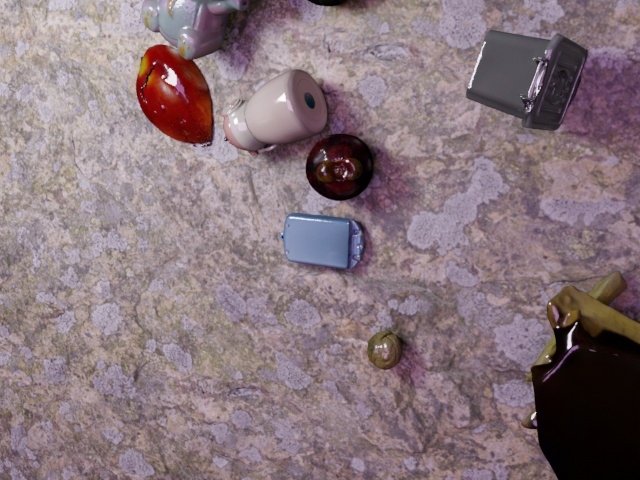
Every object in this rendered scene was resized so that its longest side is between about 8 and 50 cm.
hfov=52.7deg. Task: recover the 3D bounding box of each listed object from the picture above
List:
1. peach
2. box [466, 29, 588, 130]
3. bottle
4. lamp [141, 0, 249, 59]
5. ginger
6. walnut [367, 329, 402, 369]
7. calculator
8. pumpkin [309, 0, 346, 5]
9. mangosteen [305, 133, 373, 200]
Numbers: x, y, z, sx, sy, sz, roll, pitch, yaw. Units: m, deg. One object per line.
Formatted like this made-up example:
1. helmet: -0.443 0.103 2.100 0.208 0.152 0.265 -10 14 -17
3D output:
1. peach: -0.361 -0.341 1.558 0.189 0.068 0.279 -39 85 27
2. box: 0.376 -0.296 1.179 0.135 0.243 0.163 26 111 29
3. bottle: -0.117 -0.273 1.434 0.237 0.148 0.147 -15 95 32
4. lamp: -0.237 -0.565 1.387 0.247 0.247 0.301 43 136 13
5. ginger: 0.574 0.278 1.258 0.359 0.211 0.412 -2 110 9
6. walnut: 0.147 0.250 1.468 0.092 0.092 0.092 5 103 21
7. calculator: 0.000 0.000 1.496 0.211 0.039 0.120 6 102 22
8. pumpkin: 0.014 -0.567 1.321 0.167 0.125 0.167 2 98 12
9. mangosteen: 0.039 -0.157 1.388 0.153 0.152 0.152 5 103 21
